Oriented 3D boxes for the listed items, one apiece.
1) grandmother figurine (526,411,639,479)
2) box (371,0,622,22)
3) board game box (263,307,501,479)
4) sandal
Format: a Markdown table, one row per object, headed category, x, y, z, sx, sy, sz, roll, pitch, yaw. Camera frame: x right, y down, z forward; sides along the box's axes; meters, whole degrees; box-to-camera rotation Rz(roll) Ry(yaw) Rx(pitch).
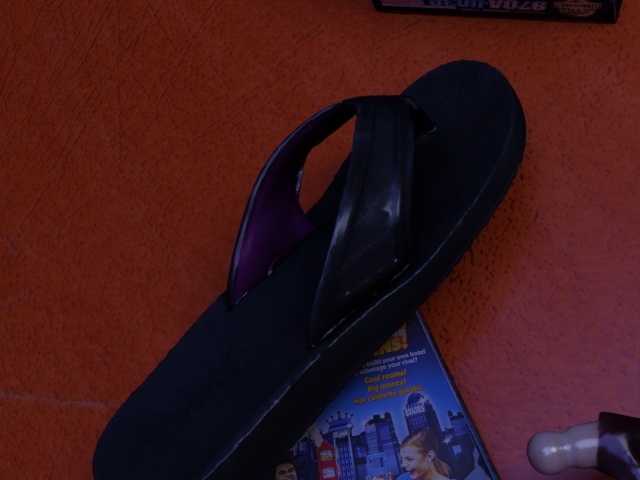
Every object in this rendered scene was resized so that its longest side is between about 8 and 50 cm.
| category | x | y | z | sx | sy | sz | roll | pitch | yaw |
| --- | --- | --- | --- | --- | --- | --- | --- | --- | --- |
| grandmother figurine | 0.204 | 0.188 | 0.584 | 0.342 | 0.104 | 0.208 | -31 | 66 | -12 |
| box | 0.127 | -0.249 | 0.797 | 0.220 | 0.175 | 0.051 | 9 | 70 | 23 |
| board game box | 0.030 | 0.131 | 0.719 | 0.194 | 0.060 | 0.194 | -14 | 61 | 13 |
| sandal | 0.001 | 0.001 | 0.702 | 0.167 | 0.107 | 0.446 | 9 | 52 | 47 |
